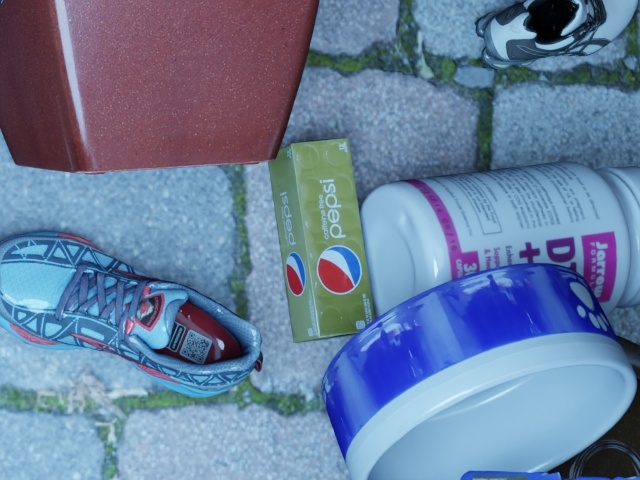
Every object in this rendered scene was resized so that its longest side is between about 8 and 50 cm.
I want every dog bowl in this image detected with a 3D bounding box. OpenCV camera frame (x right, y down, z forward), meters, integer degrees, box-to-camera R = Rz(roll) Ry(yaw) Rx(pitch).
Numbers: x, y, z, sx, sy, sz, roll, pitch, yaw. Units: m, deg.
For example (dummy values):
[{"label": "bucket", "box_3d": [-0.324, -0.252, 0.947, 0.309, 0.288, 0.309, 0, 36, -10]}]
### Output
[{"label": "dog bowl", "box_3d": [0.138, 0.133, 1.753, 0.265, 0.265, 0.104, -8, 59, -26]}]

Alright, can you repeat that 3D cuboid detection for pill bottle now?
[{"label": "pill bottle", "box_3d": [0.187, 0.010, 1.858, 0.283, 0.160, 0.160, -8, 86, -26]}]

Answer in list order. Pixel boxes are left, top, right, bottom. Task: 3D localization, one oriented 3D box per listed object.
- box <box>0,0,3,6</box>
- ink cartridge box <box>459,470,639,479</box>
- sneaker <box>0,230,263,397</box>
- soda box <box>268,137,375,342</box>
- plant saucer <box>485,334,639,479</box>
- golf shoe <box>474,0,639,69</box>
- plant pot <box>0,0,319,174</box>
[{"label": "box", "box_3d": [-0.443, -0.158, 1.544, 0.295, 0.073, 0.293, 33, 96, -9]}, {"label": "ink cartridge box", "box_3d": [0.262, 0.337, 1.712, 0.395, 0.270, 0.151, 57, 47, -32]}, {"label": "sneaker", "box_3d": [-0.163, 0.054, 1.703, 0.262, 0.125, 0.104, 20, 74, -22]}, {"label": "soda box", "box_3d": [0.000, 0.000, 1.827, 0.061, 0.058, 0.181, -6, 85, -26]}, {"label": "plant saucer", "box_3d": [0.272, 0.239, 1.930, 0.310, 0.050, 0.311, 4, 81, -26]}, {"label": "golf shoe", "box_3d": [0.252, -0.219, 1.962, 0.198, 0.094, 0.077, -24, 92, -28]}, {"label": "plant pot", "box_3d": [-0.154, -0.180, 1.681, 0.267, 0.267, 0.236, -5, 96, -26]}]
